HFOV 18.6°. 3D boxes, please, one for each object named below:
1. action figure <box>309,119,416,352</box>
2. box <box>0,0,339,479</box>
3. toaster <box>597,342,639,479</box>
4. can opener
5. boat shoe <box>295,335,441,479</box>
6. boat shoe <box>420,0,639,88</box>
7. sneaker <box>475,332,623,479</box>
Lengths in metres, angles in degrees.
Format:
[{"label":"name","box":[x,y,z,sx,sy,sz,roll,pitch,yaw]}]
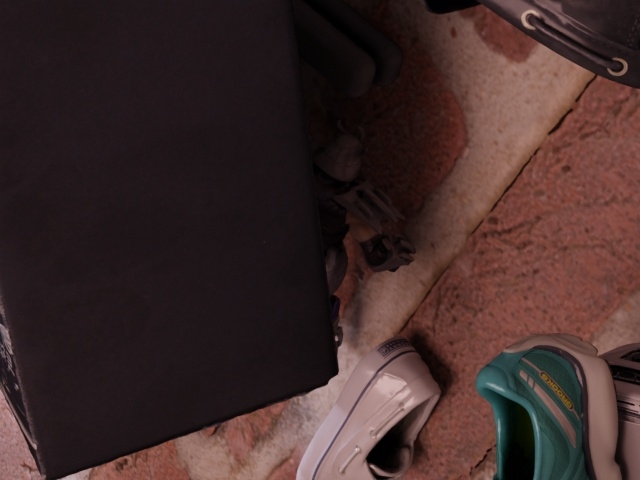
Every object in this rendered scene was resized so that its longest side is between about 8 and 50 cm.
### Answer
[{"label":"action figure","box":[0.000,0.000,1.883,0.185,0.099,0.285,47,137,33]},{"label":"box","box":[-0.220,-0.138,1.737,0.472,0.297,0.480,-130,26,-50]},{"label":"toaster","box":[0.287,0.174,1.602,0.227,0.129,0.146,11,115,52]},{"label":"can opener","box":[-0.035,-0.240,1.797,0.280,0.074,0.093,46,139,23]},{"label":"boat shoe","box":[0.048,0.208,1.940,0.084,0.095,0.258,50,142,26]},{"label":"boat shoe","box":[0.101,-0.261,1.532,0.500,0.187,0.156,30,126,31]},{"label":"sneaker","box":[0.180,0.212,1.561,0.107,0.110,0.275,-1,104,57]}]
